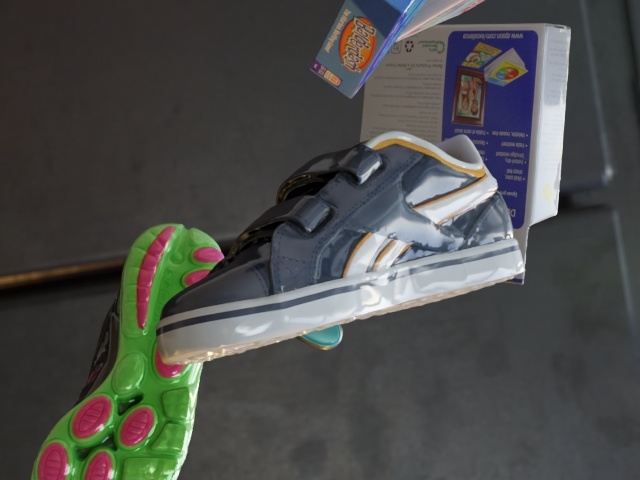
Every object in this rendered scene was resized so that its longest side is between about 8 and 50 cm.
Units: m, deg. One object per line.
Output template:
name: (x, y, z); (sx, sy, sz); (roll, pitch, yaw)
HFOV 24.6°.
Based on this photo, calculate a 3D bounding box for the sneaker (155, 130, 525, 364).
sneaker: (0.006, 0.000, 1.029); (0.321, 0.127, 0.126); (-14, 176, -44)

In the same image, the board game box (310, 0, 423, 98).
board game box: (0.082, -0.230, 1.176); (0.210, 0.047, 0.160); (-54, 180, -22)

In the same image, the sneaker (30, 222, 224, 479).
sneaker: (-0.244, 0.216, 1.980); (0.185, 0.482, 0.202); (22, 158, 2)

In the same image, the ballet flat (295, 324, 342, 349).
ballet flat: (-0.059, 0.087, 2.086); (0.203, 0.074, 0.074); (35, 169, -12)

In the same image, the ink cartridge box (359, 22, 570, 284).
ink cartridge box: (0.168, -0.115, 1.827); (0.072, 0.307, 0.304); (-1, -173, -42)

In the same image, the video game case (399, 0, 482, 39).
video game case: (0.178, -0.264, 1.433); (0.204, 0.025, 0.285); (-28, -176, 25)
